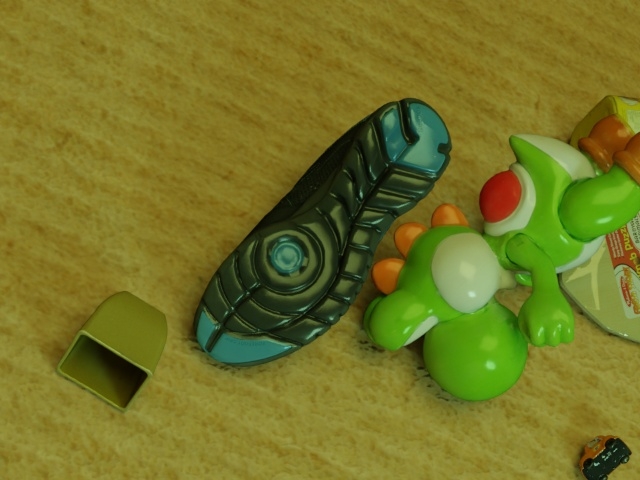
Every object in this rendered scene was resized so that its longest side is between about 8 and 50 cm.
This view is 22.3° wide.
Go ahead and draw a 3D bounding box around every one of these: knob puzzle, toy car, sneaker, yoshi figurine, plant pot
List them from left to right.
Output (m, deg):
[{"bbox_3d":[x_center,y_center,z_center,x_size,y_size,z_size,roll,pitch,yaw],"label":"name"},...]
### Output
[{"bbox_3d":[-0.193,0.099,1.575,0.081,0.081,0.083,33,48,-5],"label":"plant pot"},{"bbox_3d":[0.000,0.000,1.685,0.341,0.139,0.125,-45,98,-14],"label":"sneaker"},{"bbox_3d":[0.224,0.036,1.705,0.362,0.203,0.203,-34,59,-3],"label":"yoshi figurine"},{"bbox_3d":[0.330,0.244,1.759,0.122,0.060,0.040,25,13,-29],"label":"toy car"},{"bbox_3d":[0.352,0.029,1.857,0.213,0.030,0.213,4,78,-20],"label":"knob puzzle"}]

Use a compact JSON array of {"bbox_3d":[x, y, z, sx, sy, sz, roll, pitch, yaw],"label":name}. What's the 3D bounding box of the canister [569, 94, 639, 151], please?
[{"bbox_3d":[0.391,-0.113,1.892,0.170,0.126,0.073,5,65,-19],"label":"canister"}]
